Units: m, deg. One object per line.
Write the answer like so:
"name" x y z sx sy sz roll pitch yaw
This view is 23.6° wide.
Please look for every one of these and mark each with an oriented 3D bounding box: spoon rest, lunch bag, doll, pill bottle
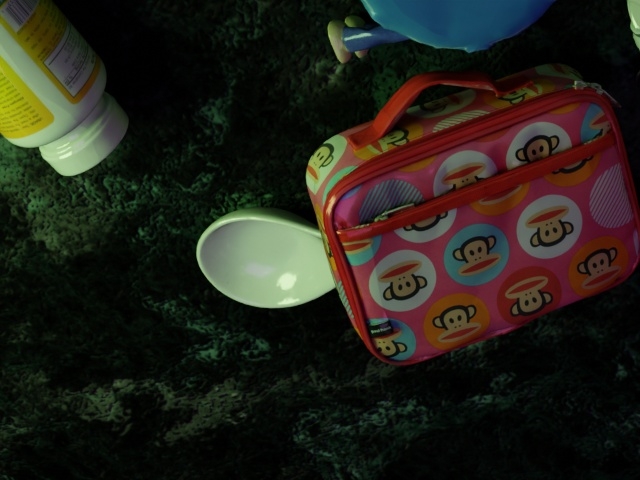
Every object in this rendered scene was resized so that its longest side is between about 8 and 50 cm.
"spoon rest" 0.000 0.000 1.552 0.276 0.084 0.137 -21 127 23
"lunch bag" 0.140 -0.041 1.422 0.293 0.120 0.258 -21 120 -4
"doll" 0.102 -0.197 1.337 0.189 0.129 0.046 -13 99 28
"pill bottle" -0.272 -0.161 1.409 0.118 0.117 0.208 -22 127 25

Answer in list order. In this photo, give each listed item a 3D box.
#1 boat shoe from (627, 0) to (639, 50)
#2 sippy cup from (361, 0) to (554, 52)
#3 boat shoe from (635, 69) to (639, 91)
"boat shoe" 0.373 -0.207 1.265 0.268 0.096 0.088 7 134 45
"sippy cup" 0.109 -0.273 1.182 0.306 0.224 0.240 -13 131 18
"boat shoe" 0.356 -0.144 1.400 0.133 0.042 0.049 -1 135 10
